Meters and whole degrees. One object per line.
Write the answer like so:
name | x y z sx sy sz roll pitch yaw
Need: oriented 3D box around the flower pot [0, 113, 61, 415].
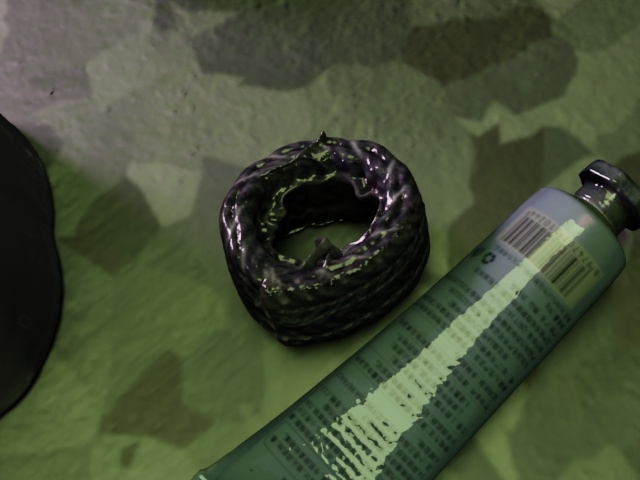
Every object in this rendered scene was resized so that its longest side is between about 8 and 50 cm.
flower pot | -0.285 -0.013 0.499 0.265 0.243 0.265 -2 70 6

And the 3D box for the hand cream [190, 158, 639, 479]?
hand cream | 0.056 0.063 0.535 0.271 0.058 0.091 -43 73 -8

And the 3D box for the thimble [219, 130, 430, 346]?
thimble | 0.001 -0.002 0.554 0.104 0.066 0.095 -38 59 -13
